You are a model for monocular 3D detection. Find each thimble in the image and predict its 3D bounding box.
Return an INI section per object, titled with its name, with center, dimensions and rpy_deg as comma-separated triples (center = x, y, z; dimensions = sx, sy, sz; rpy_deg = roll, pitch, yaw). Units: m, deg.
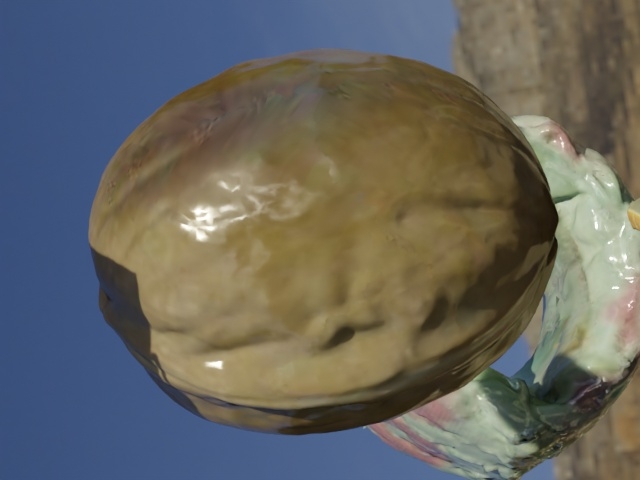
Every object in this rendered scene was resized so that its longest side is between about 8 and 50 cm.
[thimble]
center = 0.088, 0.037, 1.039
dimensions = 0.149, 0.185, 0.211
rpy_deg = 112, 142, -73

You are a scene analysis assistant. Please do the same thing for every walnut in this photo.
[walnut]
center = 0.001, 0.001, 0.648
dimensions = 0.140, 0.162, 0.140
rpy_deg = 159, 90, -80

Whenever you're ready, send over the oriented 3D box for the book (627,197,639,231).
[book]
center = 0.250, -0.028, 0.813
dimensions = 0.018, 0.170, 0.242
rpy_deg = 63, 176, -15
